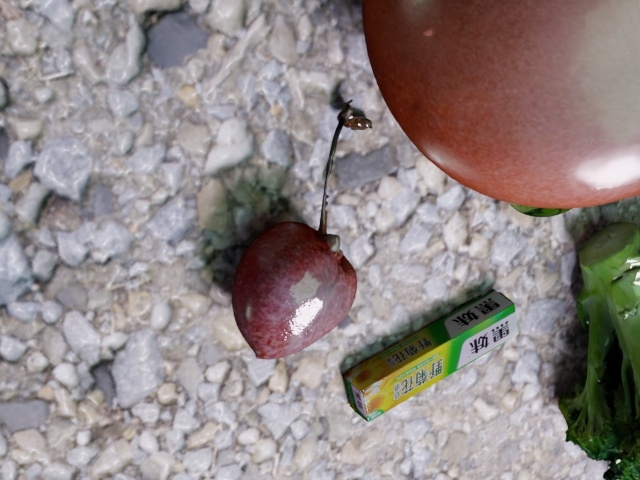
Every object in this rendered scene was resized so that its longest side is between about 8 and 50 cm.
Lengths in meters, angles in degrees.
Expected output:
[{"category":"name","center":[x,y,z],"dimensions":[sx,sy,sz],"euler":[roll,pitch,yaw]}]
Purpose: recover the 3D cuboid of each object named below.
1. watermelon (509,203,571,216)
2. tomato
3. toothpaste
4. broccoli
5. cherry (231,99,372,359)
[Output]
[{"category":"watermelon","center":[0.215,-0.068,1.649],"dimensions":[0.105,0.062,0.105],"euler":[-11,112,-29]},{"category":"tomato","center":[0.213,-0.187,1.440],"dimensions":[0.341,0.273,0.341],"euler":[-17,124,-27]},{"category":"toothpaste","center":[0.103,0.106,1.684],"dimensions":[0.178,0.037,0.043],"euler":[-28,127,-20]},{"category":"broccoli","center":[0.349,0.102,1.753],"dimensions":[0.269,0.254,0.269],"euler":[2,86,-25]},{"category":"cherry","center":[0.000,0.000,1.523],"dimensions":[0.107,0.090,0.225],"euler":[34,84,-30]}]
